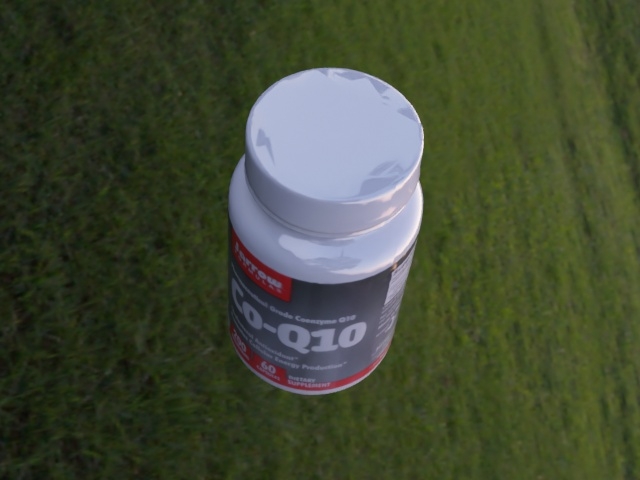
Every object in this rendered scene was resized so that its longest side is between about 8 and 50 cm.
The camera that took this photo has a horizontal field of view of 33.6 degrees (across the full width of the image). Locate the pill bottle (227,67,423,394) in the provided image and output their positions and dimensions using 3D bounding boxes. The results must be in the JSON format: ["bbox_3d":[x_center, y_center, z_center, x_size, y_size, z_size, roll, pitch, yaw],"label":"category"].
[{"bbox_3d":[0.000,0.000,0.910,0.283,0.161,0.161,96,5,-54],"label":"pill bottle"}]
